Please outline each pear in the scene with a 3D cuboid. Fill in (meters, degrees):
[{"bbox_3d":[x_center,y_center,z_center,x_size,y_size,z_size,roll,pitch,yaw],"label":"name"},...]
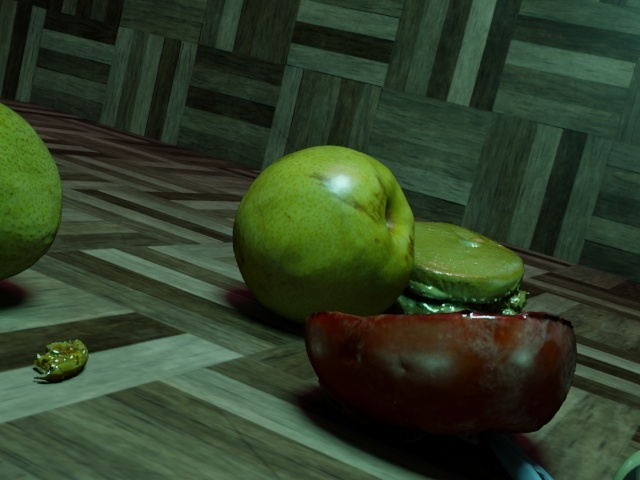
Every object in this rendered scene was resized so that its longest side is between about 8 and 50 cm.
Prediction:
[{"bbox_3d":[0.000,0.000,0.993,0.208,0.209,0.209,14,9,-2],"label":"pear"},{"bbox_3d":[-0.352,-0.050,0.773,0.228,0.188,0.211,20,7,21],"label":"pear"}]

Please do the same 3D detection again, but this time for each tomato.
[{"bbox_3d":[0.102,0.114,0.717,0.227,0.101,0.228,1,-9,0],"label":"tomato"}]

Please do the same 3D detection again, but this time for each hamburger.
[{"bbox_3d":[0.158,0.057,1.142,0.189,0.122,0.215,-3,22,-43],"label":"hamburger"}]

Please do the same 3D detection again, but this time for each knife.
[{"bbox_3d":[0.151,0.164,0.783,0.044,0.019,0.313,20,7,-11],"label":"knife"}]

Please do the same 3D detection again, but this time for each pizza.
[{"bbox_3d":[-0.201,0.091,0.685,0.037,0.016,0.083,8,10,1],"label":"pizza"}]

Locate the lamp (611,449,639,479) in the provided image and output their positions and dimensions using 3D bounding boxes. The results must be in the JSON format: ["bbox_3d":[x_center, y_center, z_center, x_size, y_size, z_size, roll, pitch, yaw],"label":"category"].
[{"bbox_3d":[0.261,0.192,0.598,0.163,0.091,0.091,28,-3,-40],"label":"lamp"}]
